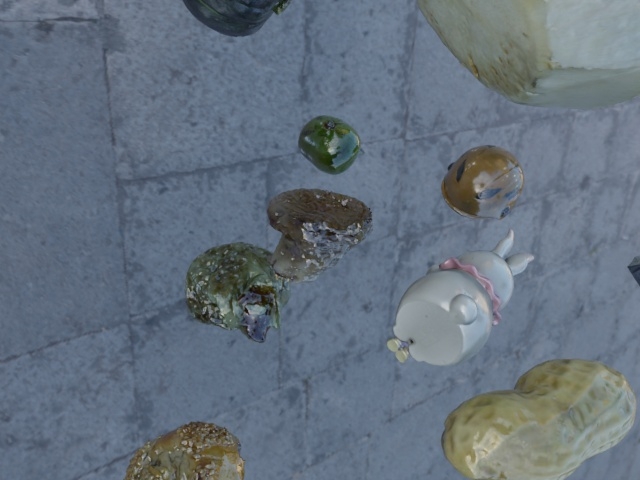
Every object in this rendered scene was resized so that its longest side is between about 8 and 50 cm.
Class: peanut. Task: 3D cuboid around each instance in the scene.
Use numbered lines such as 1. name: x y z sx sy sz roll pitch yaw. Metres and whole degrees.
1. peanut: 0.303 0.249 0.866 0.305 0.147 0.147 -18 120 -28

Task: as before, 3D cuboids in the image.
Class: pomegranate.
1. pomegranate: 0.038 -0.234 1.555 0.191 0.152 0.131 -2 129 -59

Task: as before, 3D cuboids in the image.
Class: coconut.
1. coconut: 0.238 -0.278 0.544 0.323 0.323 0.323 -19 120 -37

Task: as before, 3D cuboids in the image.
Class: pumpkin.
1. pumpkin: -0.150 -0.576 1.302 0.241 0.323 0.323 45 74 -19

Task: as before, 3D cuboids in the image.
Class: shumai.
1. shumai: -0.002 -0.002 1.336 0.218 0.184 0.185 0 126 2
2. shumai: -0.165 0.115 1.432 0.255 0.218 0.189 -10 108 -27

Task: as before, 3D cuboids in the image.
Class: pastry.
1. pastry: -0.326 0.539 1.438 0.310 0.255 0.162 -25 128 11

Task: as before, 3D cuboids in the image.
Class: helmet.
1. helmet: 0.421 -0.162 1.599 0.224 0.198 0.130 -29 151 -34

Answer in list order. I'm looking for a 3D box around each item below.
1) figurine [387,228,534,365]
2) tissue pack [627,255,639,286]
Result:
1. figurine: 0.206 0.079 0.909 0.235 0.127 0.155 -32 160 -45
2. tissue pack: 0.710 0.093 1.269 0.051 0.112 0.156 -39 94 -27
